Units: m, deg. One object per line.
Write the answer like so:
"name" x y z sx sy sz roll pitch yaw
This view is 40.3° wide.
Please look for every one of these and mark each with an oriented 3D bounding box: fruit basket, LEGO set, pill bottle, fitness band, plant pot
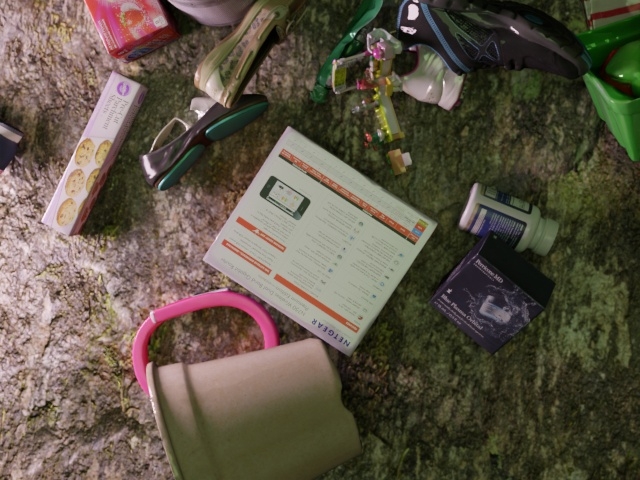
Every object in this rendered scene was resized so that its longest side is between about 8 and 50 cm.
"fruit basket" 0.620 -0.344 1.435 0.392 0.283 0.392 -5 130 -6
"LEGO set" 0.090 -0.248 1.588 0.107 0.132 0.287 -18 128 -14
"pill bottle" 0.346 -0.034 1.608 0.169 0.094 0.094 23 94 3
"fitness band" -0.222 0.209 1.679 0.291 0.054 0.209 -17 91 6
"plant pot" -0.105 0.321 1.529 0.305 0.334 0.334 -19 91 -8

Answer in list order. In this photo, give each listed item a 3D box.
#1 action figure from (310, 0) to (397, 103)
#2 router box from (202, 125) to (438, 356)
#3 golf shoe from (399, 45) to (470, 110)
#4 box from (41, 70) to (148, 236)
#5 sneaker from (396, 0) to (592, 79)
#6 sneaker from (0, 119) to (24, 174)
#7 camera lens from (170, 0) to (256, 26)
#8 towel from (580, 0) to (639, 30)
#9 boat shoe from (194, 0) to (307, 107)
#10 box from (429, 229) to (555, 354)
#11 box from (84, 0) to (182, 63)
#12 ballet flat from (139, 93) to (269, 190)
"action figure" 0.054 -0.354 1.617 0.063 0.137 0.232 34 103 -10
"router box" 0.000 0.000 1.640 0.335 0.082 0.301 34 94 2
"golf shoe" 0.226 -0.399 1.597 0.140 0.115 0.306 13 92 7
"box" -0.432 -0.164 1.673 0.067 0.063 0.324 27 94 1
"sneaker" 0.294 -0.343 1.496 0.341 0.125 0.140 26 120 9
"sneaker" -0.740 -0.217 1.669 0.319 0.112 0.131 24 91 4
"camera lens" -0.202 -0.510 1.535 0.219 0.274 0.219 0 91 7
"towel" 0.585 -0.510 1.604 0.237 0.037 0.329 -16 91 4
"boat shoe" -0.109 -0.366 1.608 0.089 0.104 0.285 40 84 10
"box" 0.310 0.095 1.582 0.156 0.093 0.158 39 129 2
"box" -0.376 -0.478 1.627 0.128 0.122 0.257 -24 90 5
"ballet flat" -0.232 -0.211 1.646 0.280 0.095 0.096 -37 81 4
